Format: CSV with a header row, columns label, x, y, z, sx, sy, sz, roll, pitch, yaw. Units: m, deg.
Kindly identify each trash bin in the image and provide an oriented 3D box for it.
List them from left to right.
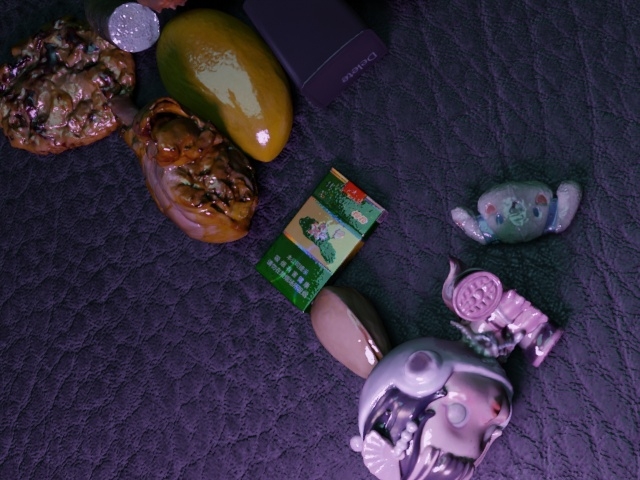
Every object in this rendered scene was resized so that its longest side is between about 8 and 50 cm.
label,x,y,z,sx,sy,sz,roll,pitch,yaw
trash bin,-0.016,-0.384,1.624,0.165,0.115,0.225,-41,66,11

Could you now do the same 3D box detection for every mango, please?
label,x,y,z,sx,sy,sz,roll,pitch,yaw
mango,-0.170,-0.304,1.657,0.332,0.142,0.195,38,101,14

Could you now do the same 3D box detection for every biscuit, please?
label,x,y,z,sx,sy,sz,roll,pitch,yaw
biscuit,-0.534,-0.324,1.827,0.334,0.081,0.289,-22,75,15

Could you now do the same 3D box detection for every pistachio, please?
label,x,y,z,sx,sy,sz,roll,pitch,yaw
pistachio,0.058,0.154,1.504,0.108,0.126,0.185,-32,74,-19

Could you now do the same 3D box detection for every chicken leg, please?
label,x,y,z,sx,sy,sz,roll,pitch,yaw
chicken leg,-0.275,-0.180,1.621,0.182,0.295,0.409,-39,57,-8

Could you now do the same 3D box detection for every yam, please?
label,x,y,z,sx,sy,sz,roll,pitch,yaw
yam,-0.393,-0.434,1.736,0.106,0.106,0.259,-56,32,5

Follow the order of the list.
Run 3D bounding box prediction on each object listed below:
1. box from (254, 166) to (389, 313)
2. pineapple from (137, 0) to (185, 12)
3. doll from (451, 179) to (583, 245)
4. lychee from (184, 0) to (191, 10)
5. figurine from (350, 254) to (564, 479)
label,x,y,z,sx,sy,sz,roll,pitch,yaw
box,0.000,0.000,1.593,0.132,0.034,0.235,41,97,22
pineapple,-0.202,-0.545,1.654,0.340,0.169,0.169,-33,64,-33
doll,0.323,-0.047,1.459,0.214,0.071,0.103,-10,86,12
lychee,-0.287,-0.505,1.755,0.101,0.140,0.114,9,47,26
figurine,0.208,0.218,1.392,0.361,0.253,0.211,-60,24,-5
